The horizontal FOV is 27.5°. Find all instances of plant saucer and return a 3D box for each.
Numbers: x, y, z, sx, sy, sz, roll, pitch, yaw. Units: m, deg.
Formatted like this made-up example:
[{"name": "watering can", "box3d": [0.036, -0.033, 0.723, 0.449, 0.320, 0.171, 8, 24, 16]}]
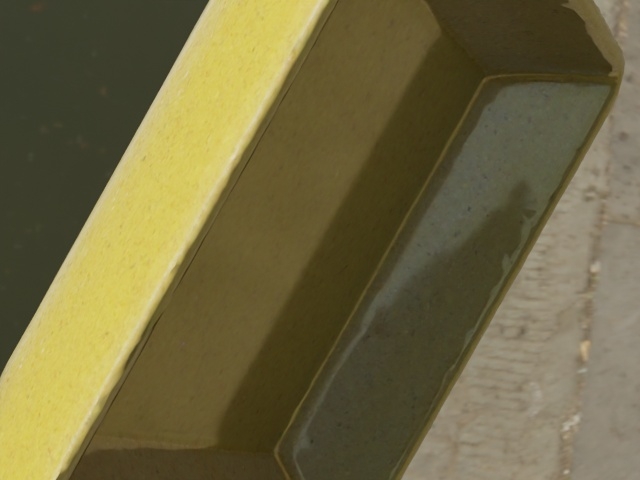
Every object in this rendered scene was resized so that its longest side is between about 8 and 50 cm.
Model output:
[{"name": "plant saucer", "box3d": [0.000, 0.000, 0.602, 0.081, 0.332, 0.333, 30, 92, 25]}]
